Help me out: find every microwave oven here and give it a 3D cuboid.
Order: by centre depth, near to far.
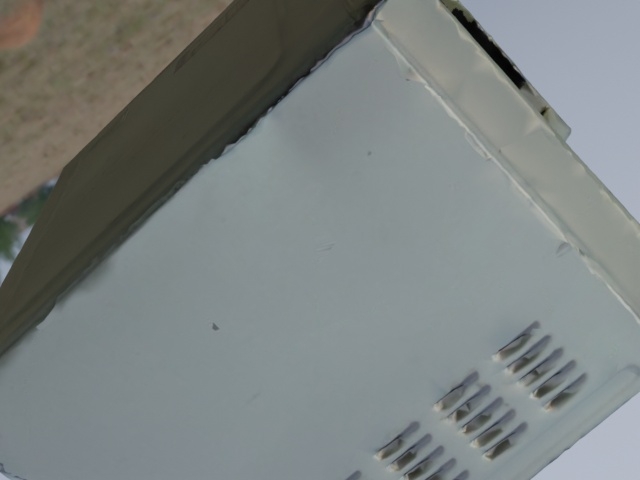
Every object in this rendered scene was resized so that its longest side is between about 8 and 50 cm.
[{"bbox_3d":[0.000,0.000,0.606,0.286,0.218,0.355,-43,-163,10],"label":"microwave oven"}]
